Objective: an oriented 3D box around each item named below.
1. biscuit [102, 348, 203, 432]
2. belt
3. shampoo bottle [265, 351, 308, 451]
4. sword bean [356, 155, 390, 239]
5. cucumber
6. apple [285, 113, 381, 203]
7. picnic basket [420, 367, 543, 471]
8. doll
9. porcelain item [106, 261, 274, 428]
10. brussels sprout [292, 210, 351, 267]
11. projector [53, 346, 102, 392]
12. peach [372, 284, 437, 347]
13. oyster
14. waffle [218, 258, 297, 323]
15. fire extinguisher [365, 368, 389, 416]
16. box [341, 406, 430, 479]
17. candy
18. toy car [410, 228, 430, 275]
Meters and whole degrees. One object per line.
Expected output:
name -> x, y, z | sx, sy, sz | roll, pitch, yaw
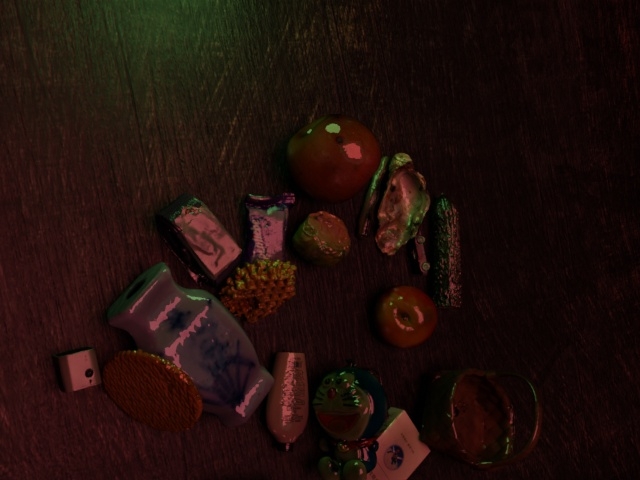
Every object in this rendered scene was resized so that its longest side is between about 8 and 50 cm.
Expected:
biscuit -> -0.379, 0.338, 1.617 | 0.254, 0.254, 0.035 | 49, 37, -19
belt -> -0.303, 0.007, 1.746 | 0.126, 0.139, 0.231 | -45, 112, -29
shampoo bottle -> -0.086, 0.424, 1.883 | 0.127, 0.078, 0.257 | 10, 78, -37
sword bean -> 0.157, -0.130, 2.117 | 0.043, 0.038, 0.269 | 28, 70, -26
cucumber -> 0.391, 0.031, 2.226 | 0.096, 0.096, 0.360 | 8, 79, -32
apple -> 0.032, -0.227, 1.919 | 0.253, 0.253, 0.254 | 3, 84, -32
picnic basket -> 0.497, 0.516, 2.073 | 0.337, 0.337, 0.293 | 26, 60, -28
doll -> 0.079, 0.479, 1.914 | 0.186, 0.198, 0.322 | 7, 84, -55
porcelain item -> -0.301, 0.253, 1.703 | 0.405, 0.178, 0.243 | 50, 61, -21
brussels sprout -> -0.001, 0.004, 1.957 | 0.152, 0.122, 0.149 | 54, 37, 4
projector -> -0.542, 0.286, 1.599 | 0.083, 0.083, 0.082 | -12, 92, -32
peach -> 0.245, 0.221, 2.096 | 0.190, 0.192, 0.190 | -1, 79, 5
oyster -> 0.229, -0.101, 2.142 | 0.166, 0.094, 0.295 | 28, 85, -19
waffle -> -0.155, 0.128, 1.817 | 0.197, 0.070, 0.193 | -47, 141, 17
fire extinguisher -> 0.161, 0.432, 2.066 | 0.078, 0.045, 0.157 | -22, 97, -61
box -> 0.179, 0.623, 2.041 | 0.256, 0.069, 0.164 | -40, 107, -28
candy -> -0.141, 0.005, 1.893 | 0.145, 0.070, 0.275 | 4, 93, -25
toy car -> 0.301, 0.037, 2.181 | 0.055, 0.069, 0.142 | -11, 92, 6
